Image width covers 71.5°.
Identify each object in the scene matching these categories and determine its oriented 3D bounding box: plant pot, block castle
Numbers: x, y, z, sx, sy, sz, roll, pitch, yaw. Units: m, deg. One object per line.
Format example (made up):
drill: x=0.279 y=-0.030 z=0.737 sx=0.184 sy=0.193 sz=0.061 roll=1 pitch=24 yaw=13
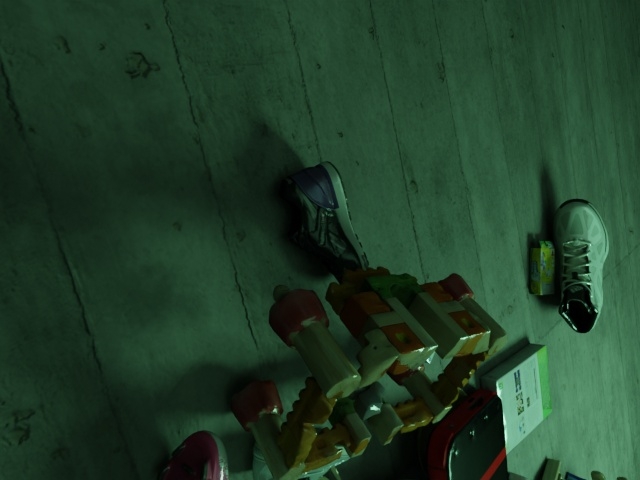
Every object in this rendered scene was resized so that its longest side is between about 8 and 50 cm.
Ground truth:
plant pot: x=0.317 y=0.495 z=1.145 sx=0.236 sy=0.032 sz=0.237 roll=1 pitch=89 yaw=-40
block castle: x=0.089 y=0.209 z=0.806 sx=0.453 sy=0.213 sz=0.303 roll=-1 pitch=128 yaw=-37

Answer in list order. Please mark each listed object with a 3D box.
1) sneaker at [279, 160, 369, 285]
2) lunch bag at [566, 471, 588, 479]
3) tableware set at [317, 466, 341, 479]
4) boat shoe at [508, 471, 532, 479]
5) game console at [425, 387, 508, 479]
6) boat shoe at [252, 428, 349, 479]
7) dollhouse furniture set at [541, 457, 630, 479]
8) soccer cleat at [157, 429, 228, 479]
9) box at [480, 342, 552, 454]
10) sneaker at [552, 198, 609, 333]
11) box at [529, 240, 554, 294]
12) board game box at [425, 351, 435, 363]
sneaker: x=0.000 y=0.000 z=0.868 sx=0.124 sy=0.107 sz=0.283 roll=-24 pitch=102 yaw=-20
lunch bag: x=1.001 y=0.978 z=1.528 sx=0.138 sy=0.293 sz=0.221 roll=37 pitch=67 yaw=-32
tableware set: x=0.006 y=0.549 z=0.886 sx=0.128 sy=0.039 sz=0.194 roll=-29 pitch=102 yaw=-24
boat shoe: x=0.651 y=0.812 z=1.373 sx=0.301 sy=0.108 sz=0.102 roll=50 pitch=59 yaw=-35
game console: x=0.379 y=0.586 z=1.112 sx=0.386 sy=0.060 sz=0.342 roll=-7 pitch=93 yaw=-49
boat shoe: x=-0.028 y=0.413 z=0.841 sx=0.227 sy=0.079 sz=0.081 roll=12 pitch=88 yaw=-33
dollhouse furniture set: x=0.876 y=0.841 z=1.453 sx=0.212 sy=0.242 sz=0.161 roll=-38 pitch=112 yaw=-44
soccer cleat: x=-0.192 y=0.461 z=0.692 sx=0.143 sy=0.116 sz=0.331 roll=24 pitch=76 yaw=-53
box: x=0.612 y=0.478 z=1.373 sx=0.322 sy=0.058 sz=0.233 roll=-12 pitch=97 yaw=-38
sneaker: x=0.872 y=0.096 z=1.474 sx=0.257 sy=0.169 sz=0.448 roll=-28 pitch=110 yaw=-59
box: x=0.747 y=0.091 z=1.499 sx=0.105 sy=0.043 sz=0.179 roll=3 pitch=90 yaw=-39
board game box: x=0.262 y=0.246 z=1.111 sx=0.090 sy=0.020 sz=0.090 roll=46 pitch=62 yaw=-29
